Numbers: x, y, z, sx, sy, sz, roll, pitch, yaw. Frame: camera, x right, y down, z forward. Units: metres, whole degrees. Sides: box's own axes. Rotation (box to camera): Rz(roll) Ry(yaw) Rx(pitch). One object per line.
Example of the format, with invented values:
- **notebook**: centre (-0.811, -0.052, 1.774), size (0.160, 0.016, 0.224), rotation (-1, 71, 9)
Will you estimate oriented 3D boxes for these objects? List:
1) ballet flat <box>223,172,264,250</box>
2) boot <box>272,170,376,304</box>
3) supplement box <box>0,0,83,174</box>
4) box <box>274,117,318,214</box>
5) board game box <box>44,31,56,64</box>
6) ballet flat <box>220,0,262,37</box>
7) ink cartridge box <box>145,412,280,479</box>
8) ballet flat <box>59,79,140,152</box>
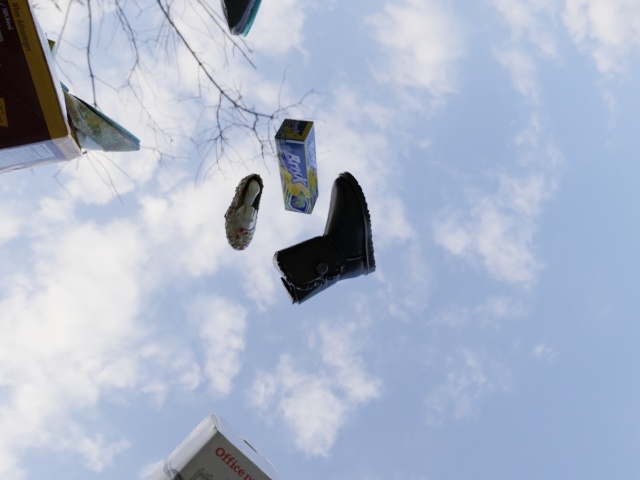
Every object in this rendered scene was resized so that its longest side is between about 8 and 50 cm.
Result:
- **ballet flat**: centre (-0.197, -0.087, 1.219), size (0.091, 0.077, 0.240), rotation (21, -130, -25)
- **boot**: centre (0.000, 0.000, 0.968), size (0.207, 0.246, 0.094), rotation (-20, -153, -17)
- **supplement box**: centre (-0.441, -0.189, 0.593), size (0.194, 0.129, 0.191), rotation (-17, -87, -20)
- **box**: centre (-0.039, -0.127, 0.821), size (0.054, 0.168, 0.059), rotation (9, -131, 12)
- **board game box**: centre (-0.656, -0.347, 1.074), size (0.039, 0.124, 0.259), rotation (12, -119, -25)
- **ballet flat**: centre (-0.062, -0.357, 0.470), size (0.096, 0.280, 0.095), rotation (21, -156, -25)
- **ink cartridge box**: centre (-0.243, 0.529, 0.933), size (0.283, 0.117, 0.207), rotation (-45, -75, -15)
- **ballet flat**: centre (-0.481, -0.235, 0.850), size (0.123, 0.348, 0.123), rotation (-7, -112, 17)
